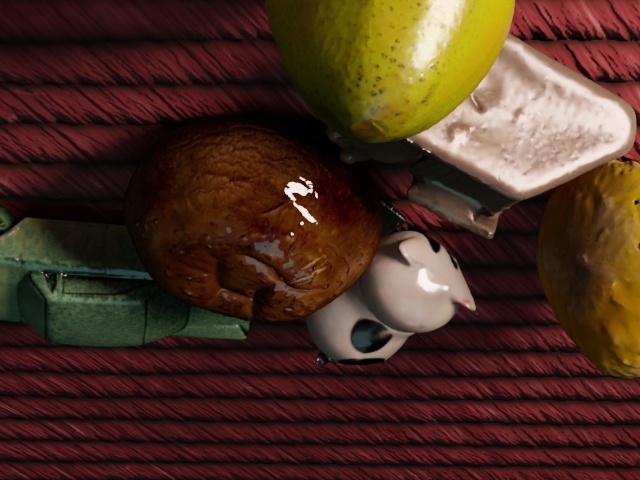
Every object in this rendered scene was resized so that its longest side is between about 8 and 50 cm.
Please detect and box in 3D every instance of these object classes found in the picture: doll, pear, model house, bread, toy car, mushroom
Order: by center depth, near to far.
[{"bbox_3d":[0.047,-0.160,1.295,0.187,0.220,0.187,4,152,2],"label":"pear"},{"bbox_3d":[0.116,-0.087,1.525,0.229,0.122,0.188,26,158,-12],"label":"model house"},{"bbox_3d":[-0.061,-0.011,1.637,0.231,0.138,0.194,2,150,1],"label":"mushroom"},{"bbox_3d":[0.293,0.025,1.649,0.170,0.197,0.197,3,153,-30],"label":"bread"},{"bbox_3d":[-0.217,0.040,1.778,0.320,0.097,0.141,5,149,-5],"label":"toy car"},{"bbox_3d":[0.064,0.053,1.779,0.110,0.107,0.180,34,136,-20],"label":"doll"}]

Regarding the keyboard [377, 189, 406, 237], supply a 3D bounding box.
[{"bbox_3d":[0.000,0.000,1.759,0.060,0.018,0.195,39,138,-19],"label":"keyboard"}]
